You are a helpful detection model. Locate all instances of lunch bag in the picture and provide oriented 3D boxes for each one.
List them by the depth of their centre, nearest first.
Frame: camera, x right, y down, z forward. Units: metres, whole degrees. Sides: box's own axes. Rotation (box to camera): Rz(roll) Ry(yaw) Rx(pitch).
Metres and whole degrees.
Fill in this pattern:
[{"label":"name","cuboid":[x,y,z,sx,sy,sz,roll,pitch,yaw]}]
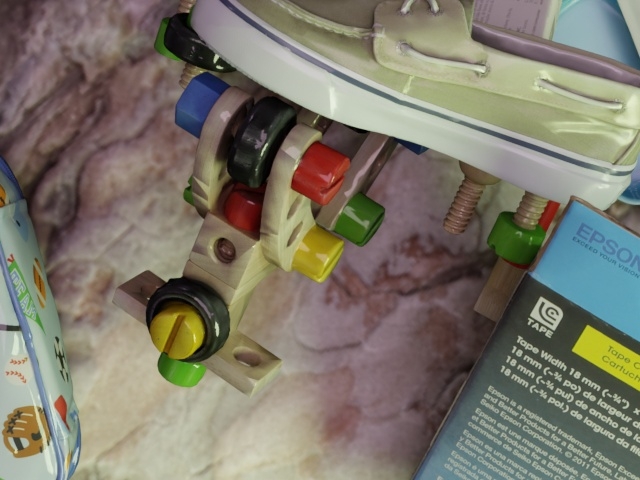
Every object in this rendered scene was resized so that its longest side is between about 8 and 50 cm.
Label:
[{"label":"lunch bag","cuboid":[-0.318,0.074,1.116,0.243,0.115,0.303,-15,95,1]}]

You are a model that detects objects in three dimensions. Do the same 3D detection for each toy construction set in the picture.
[{"label":"toy construction set","cuboid":[0.000,0.000,1.089,0.309,0.257,0.237,19,113,-9]}]

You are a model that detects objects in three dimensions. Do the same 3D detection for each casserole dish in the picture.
[{"label":"casserole dish","cuboid":[0.221,-0.114,1.158,0.114,0.037,0.188,-40,95,1]}]

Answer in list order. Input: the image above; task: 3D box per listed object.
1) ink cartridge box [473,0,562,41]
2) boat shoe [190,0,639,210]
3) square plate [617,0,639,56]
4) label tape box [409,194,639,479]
[{"label":"ink cartridge box","cuboid":[0.060,-0.186,1.099,0.225,0.056,0.181,10,53,12]},{"label":"boat shoe","cuboid":[0.069,-0.116,0.978,0.302,0.109,0.094,20,113,-7]},{"label":"square plate","cuboid":[0.387,-0.215,1.132,0.344,0.049,0.347,-23,92,-8]},{"label":"label tape box","cuboid":[0.219,0.125,1.029,0.241,0.106,0.333,32,131,10]}]
